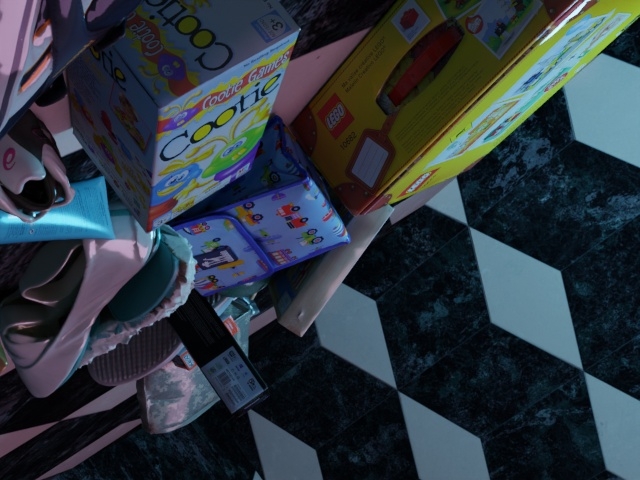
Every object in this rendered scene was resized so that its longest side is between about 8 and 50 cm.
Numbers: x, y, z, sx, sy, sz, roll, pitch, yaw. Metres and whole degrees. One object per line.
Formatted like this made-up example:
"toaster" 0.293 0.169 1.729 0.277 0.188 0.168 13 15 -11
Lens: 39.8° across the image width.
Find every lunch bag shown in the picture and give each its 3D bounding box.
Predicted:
"lunch bag" -0.309 0.275 2.004 0.287 0.169 0.235 -32 139 -40
"lunch bag" -0.134 -0.028 1.390 0.293 0.138 0.221 -28 149 6

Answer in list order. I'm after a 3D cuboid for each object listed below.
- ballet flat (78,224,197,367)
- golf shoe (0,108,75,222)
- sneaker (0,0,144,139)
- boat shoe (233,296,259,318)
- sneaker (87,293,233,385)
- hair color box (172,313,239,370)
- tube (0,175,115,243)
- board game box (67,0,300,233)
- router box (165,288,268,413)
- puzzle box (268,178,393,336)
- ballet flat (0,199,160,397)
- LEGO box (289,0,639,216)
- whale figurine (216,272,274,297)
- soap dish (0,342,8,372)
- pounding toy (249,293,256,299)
"ballet flat" -0.290 0.077 1.328 0.409 0.147 0.147 -30 177 40
"golf shoe" -0.280 -0.058 0.803 0.105 0.120 0.273 -37 173 -10
"sneaker" -0.194 -0.159 0.590 0.127 0.126 0.321 -18 158 -48
"boat shoe" -0.301 0.240 2.213 0.335 0.119 0.121 -39 171 9
"sneaker" -0.307 0.177 1.831 0.366 0.135 0.150 -36 168 -4
"hair color box" -0.247 0.211 1.864 0.141 0.043 0.072 -38 -159 -26
"tube" -0.306 -0.031 1.005 0.052 0.080 0.207 -5 -177 28
"board game box" -0.139 -0.143 0.824 0.142 0.144 0.275 -34 171 -22
"router box" -0.211 0.176 1.626 0.081 0.308 0.243 -35 172 -9
"puzzle box" 0.000 0.000 1.656 0.272 0.052 0.409 -54 -167 5
"ballet flat" -0.367 0.081 1.219 0.400 0.139 0.139 -48 167 32
"LEGO box" 0.247 -0.288 1.376 0.373 0.193 0.500 -23 164 -49
"whale figurine" -0.115 0.004 1.657 0.272 0.141 0.216 -39 171 22
"soap dish" -0.427 0.093 0.716 0.291 0.229 0.118 -38 -172 6
"pounding toy" -0.116 0.039 1.963 0.141 0.100 0.130 -33 170 -26
